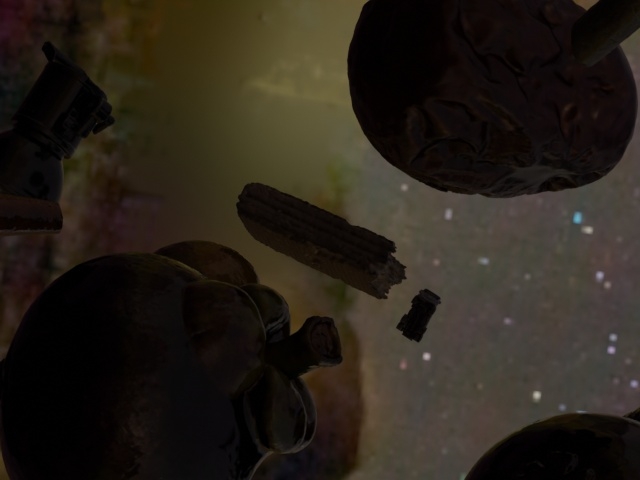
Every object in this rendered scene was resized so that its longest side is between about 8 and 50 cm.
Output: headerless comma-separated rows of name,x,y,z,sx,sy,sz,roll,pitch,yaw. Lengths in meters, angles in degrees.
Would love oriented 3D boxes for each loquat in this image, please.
loquat,-0.155,0.077,1.816,0.204,0.172,0.149,18,-72,46

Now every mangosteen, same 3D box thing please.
mangosteen,0.309,0.357,1.640,0.330,0.330,0.330,-171,-90,-86
mangosteen,-0.157,0.156,1.362,0.297,0.313,0.297,-6,-97,60

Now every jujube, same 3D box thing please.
jujube,0.201,-0.184,1.684,0.276,0.377,0.276,-31,-131,44

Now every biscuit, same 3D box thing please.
biscuit,0.000,0.000,1.880,0.062,0.239,0.108,-60,158,-14

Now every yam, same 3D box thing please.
yam,0.248,-0.189,1.187,0.094,0.043,0.043,-40,-146,42

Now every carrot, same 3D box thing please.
carrot,-0.336,-0.028,1.416,0.055,0.161,0.055,-4,-96,48

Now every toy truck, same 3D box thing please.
toy truck,0.142,0.107,2.009,0.044,0.039,0.083,-42,161,-53

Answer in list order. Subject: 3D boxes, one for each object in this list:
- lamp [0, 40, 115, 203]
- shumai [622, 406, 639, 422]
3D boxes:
lamp,-0.367,-0.151,1.922,0.172,0.147,0.227,17,-108,48
shumai,0.471,0.447,2.138,0.395,0.348,0.395,167,-90,-82
